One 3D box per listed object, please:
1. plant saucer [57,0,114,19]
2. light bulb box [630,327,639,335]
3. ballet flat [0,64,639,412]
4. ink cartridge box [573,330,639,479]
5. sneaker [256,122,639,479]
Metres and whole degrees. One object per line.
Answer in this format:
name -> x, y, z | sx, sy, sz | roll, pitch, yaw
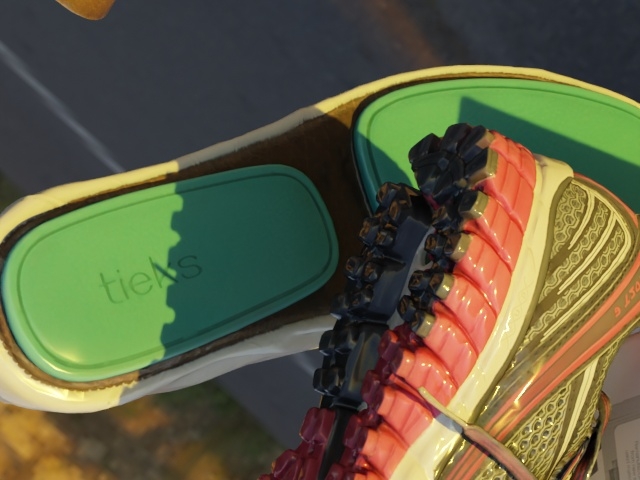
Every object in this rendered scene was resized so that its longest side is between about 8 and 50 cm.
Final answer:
plant saucer -> -0.141, -0.203, 0.879 | 0.198, 0.036, 0.198 | 59, -167, -23
light bulb box -> 0.350, 0.151, 1.095 | 0.358, 0.361, 0.225 | 6, -173, -44
ballet flat -> 0.000, 0.000, 0.909 | 0.139, 0.400, 0.139 | 33, 130, 52
ink cartridge box -> 0.220, 0.108, 0.774 | 0.207, 0.117, 0.283 | 20, 148, -36
sneaker -> 0.042, 0.110, 0.700 | 0.112, 0.299, 0.121 | 24, -177, -22
